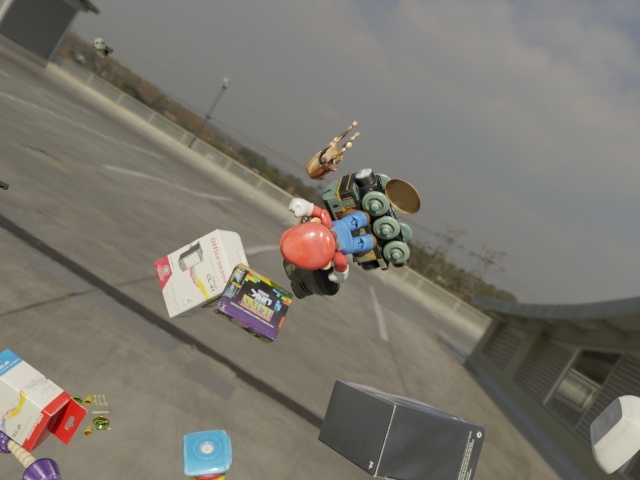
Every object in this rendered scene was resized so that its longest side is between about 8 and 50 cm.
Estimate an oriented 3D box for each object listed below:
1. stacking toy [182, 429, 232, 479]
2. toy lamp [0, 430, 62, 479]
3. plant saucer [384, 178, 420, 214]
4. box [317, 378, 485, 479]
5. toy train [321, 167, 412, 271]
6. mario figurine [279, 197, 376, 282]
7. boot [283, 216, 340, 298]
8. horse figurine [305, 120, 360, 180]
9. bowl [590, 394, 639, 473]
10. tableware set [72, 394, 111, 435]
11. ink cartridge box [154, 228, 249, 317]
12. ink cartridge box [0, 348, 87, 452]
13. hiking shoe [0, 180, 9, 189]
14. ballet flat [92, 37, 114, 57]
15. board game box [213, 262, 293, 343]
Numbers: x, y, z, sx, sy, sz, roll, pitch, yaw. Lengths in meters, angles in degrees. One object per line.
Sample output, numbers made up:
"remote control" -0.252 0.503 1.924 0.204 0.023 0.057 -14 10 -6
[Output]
"stacking toy" -0.395 0.823 2.177 0.166 0.301 0.175 -2 35 -13
"toy lamp" -0.662 0.502 1.410 0.275 0.080 0.080 13 -13 47
"plant saucer" 0.165 -0.089 1.218 0.083 0.015 0.083 31 -35 25
"box" 0.202 0.496 1.592 0.294 0.182 0.296 20 -8 -26
"toy train" 0.139 -0.051 1.777 0.142 0.190 0.333 -73 144 -50
"mario figurine" 0.000 0.000 1.576 0.198 0.170 0.321 45 29 21
"boot" -0.051 0.051 1.736 0.161 0.246 0.083 -7 13 43
"horse figurine" 0.025 -0.215 1.621 0.066 0.174 0.263 42 31 -5
"bowl" 0.589 0.376 1.234 0.053 0.142 0.142 35 24 9
"tableware set" -0.647 0.490 1.738 0.104 0.154 0.024 2 34 -5
"ink cartridge box" -0.418 0.122 2.218 0.131 0.306 0.226 10 56 -61
"ink cartridge box" -0.650 0.368 1.375 0.231 0.134 0.078 36 24 2
"hiking shoe" -0.641 -0.086 1.026 0.086 0.227 0.114 -89 162 -45
"ballet flat" -0.592 -0.517 1.686 0.041 0.041 0.114 32 3 -6
"board game box" -0.169 0.160 1.585 0.170 0.141 0.048 32 -34 -18
